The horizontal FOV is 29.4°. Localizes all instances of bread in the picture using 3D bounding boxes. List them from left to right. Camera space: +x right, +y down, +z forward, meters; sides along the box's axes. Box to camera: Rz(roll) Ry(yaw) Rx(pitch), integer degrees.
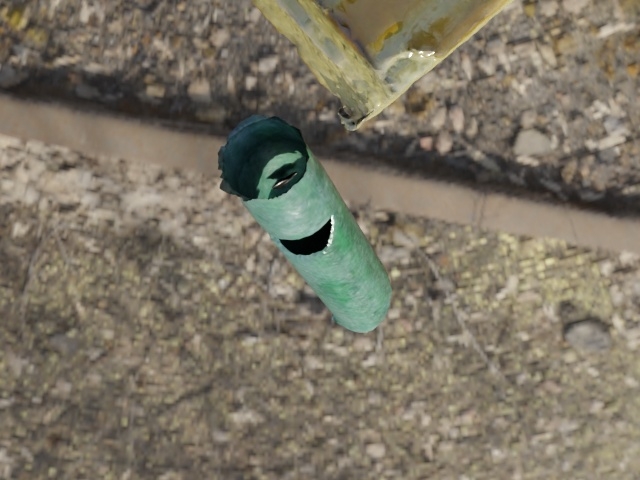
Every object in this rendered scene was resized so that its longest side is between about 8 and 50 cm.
[{"bbox_3d":[0.044,-0.242,0.855,0.246,0.111,0.239,-42,88,-12],"label":"bread"}]

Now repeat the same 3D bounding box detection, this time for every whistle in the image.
[{"bbox_3d":[0.000,0.000,0.549,0.039,0.039,0.186,-14,158,9],"label":"whistle"}]
